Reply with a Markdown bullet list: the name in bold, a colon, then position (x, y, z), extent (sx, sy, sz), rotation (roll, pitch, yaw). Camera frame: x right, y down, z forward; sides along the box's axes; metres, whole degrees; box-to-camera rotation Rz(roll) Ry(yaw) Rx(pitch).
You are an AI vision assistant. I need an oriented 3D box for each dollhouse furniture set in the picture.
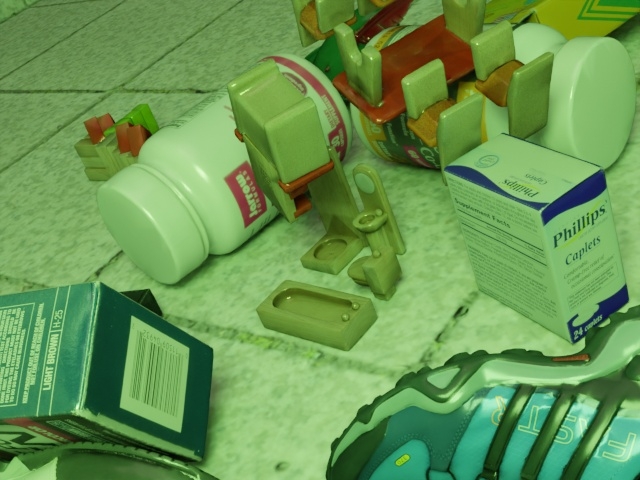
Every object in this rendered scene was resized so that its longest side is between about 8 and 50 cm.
- **dollhouse furniture set**: position (0.000, 0.000, 0.877), extent (0.144, 0.123, 0.151), rotation (10, 43, 42)
- **dollhouse furniture set**: position (0.048, -0.142, 0.854), extent (0.259, 0.135, 0.262), rotation (-31, 53, -13)

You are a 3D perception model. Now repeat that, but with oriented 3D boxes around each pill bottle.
- **pill bottle**: position (-0.108, -0.085, 1.044), extent (0.160, 0.160, 0.283), rotation (15, 47, 46)
- **pill bottle**: position (0.180, -0.152, 0.966), extent (0.278, 0.162, 0.162), rotation (12, 45, 45)

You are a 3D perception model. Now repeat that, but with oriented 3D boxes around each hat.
- **hat**: position (0.057, -0.310, 1.217), extent (0.208, 0.184, 0.173), rotation (1, 44, 13)

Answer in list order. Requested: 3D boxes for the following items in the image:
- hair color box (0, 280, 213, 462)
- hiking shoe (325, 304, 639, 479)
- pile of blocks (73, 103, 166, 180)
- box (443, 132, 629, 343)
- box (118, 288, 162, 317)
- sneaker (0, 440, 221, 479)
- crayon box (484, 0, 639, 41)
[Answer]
- **hair color box**: position (-0.284, 0.129, 0.753), extent (0.347, 0.174, 0.105), rotation (-8, 63, 22)
- **hiking shoe**: position (0.141, 0.141, 0.581), extent (0.304, 0.113, 0.132), rotation (-23, 50, 19)
- **pile of blocks**: position (-0.238, -0.132, 1.250), extent (0.149, 0.113, 0.362), rotation (-34, 33, -19)
- **box**: position (0.182, -0.005, 0.755), extent (0.072, 0.137, 0.126), rotation (-32, 32, -17)
- **box**: position (-0.284, 0.129, 0.932), extent (0.190, 0.045, 0.184), rotation (-6, 37, 23)
- **sneaker**: position (-0.219, 0.238, 0.674), extent (0.330, 0.122, 0.146), rotation (-9, 51, 19)
- **crayon box**: position (0.292, -0.290, 1.147), extent (0.318, 0.081, 0.202), rotation (-35, 18, -21)
